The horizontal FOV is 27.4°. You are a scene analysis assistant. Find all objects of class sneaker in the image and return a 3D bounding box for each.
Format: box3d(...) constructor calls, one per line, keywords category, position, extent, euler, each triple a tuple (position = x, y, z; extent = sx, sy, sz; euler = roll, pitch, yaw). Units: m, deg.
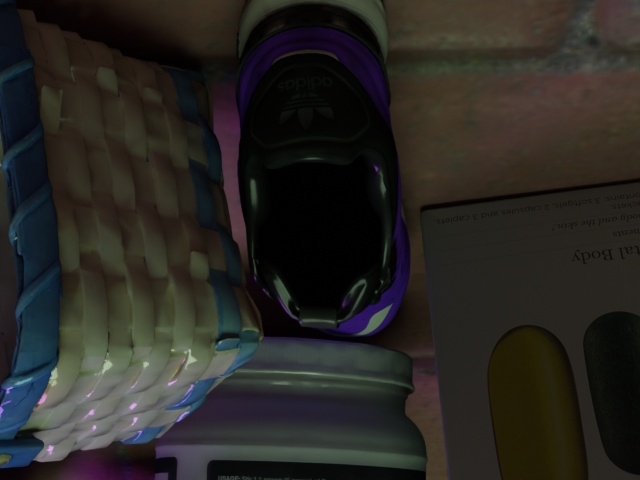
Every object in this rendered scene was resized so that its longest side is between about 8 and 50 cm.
box3d(category="sneaker", position=(-0.001, 0.000, 0.753), extent=(0.102, 0.146, 0.293), euler=(-5, 143, 4))

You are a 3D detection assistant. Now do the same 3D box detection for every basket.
box3d(category="basket", position=(-0.190, 0.005, 0.663), extent=(0.288, 0.255, 0.201), euler=(10, 146, -34))

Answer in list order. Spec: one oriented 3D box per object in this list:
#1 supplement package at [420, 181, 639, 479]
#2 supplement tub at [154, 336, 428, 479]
box3d(category="supplement package", position=(0.180, 0.128, 0.836), extent=(0.199, 0.263, 0.198), euler=(-7, 143, 7))
box3d(category="supplement tub", position=(-0.023, 0.213, 0.899), extent=(0.191, 0.272, 0.191), euler=(2, 168, 1))
